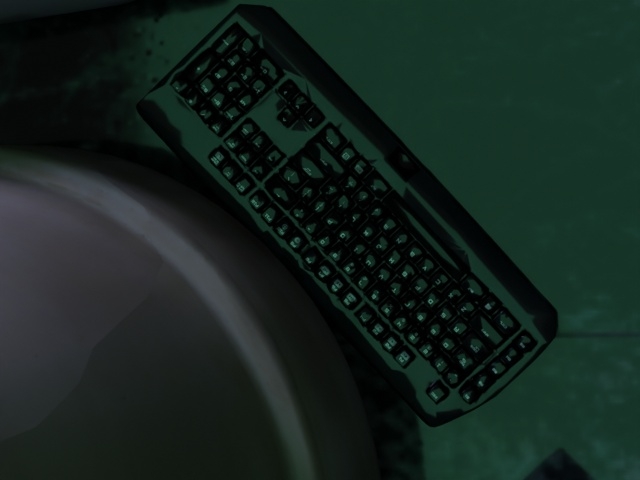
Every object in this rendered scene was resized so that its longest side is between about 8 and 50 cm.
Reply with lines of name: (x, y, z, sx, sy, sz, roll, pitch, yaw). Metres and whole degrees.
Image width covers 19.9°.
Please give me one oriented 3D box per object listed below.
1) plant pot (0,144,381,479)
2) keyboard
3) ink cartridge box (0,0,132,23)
plant pot: (-0.174, 0.119, 0.645, 0.323, 0.280, 0.323, 0, 90, 21)
keyboard: (0.000, 0.000, 0.748, 0.100, 0.038, 0.192, -45, 84, 11)
ink cartridge box: (-0.204, -0.235, 0.725, 0.226, 0.131, 0.306, -9, 91, 12)
